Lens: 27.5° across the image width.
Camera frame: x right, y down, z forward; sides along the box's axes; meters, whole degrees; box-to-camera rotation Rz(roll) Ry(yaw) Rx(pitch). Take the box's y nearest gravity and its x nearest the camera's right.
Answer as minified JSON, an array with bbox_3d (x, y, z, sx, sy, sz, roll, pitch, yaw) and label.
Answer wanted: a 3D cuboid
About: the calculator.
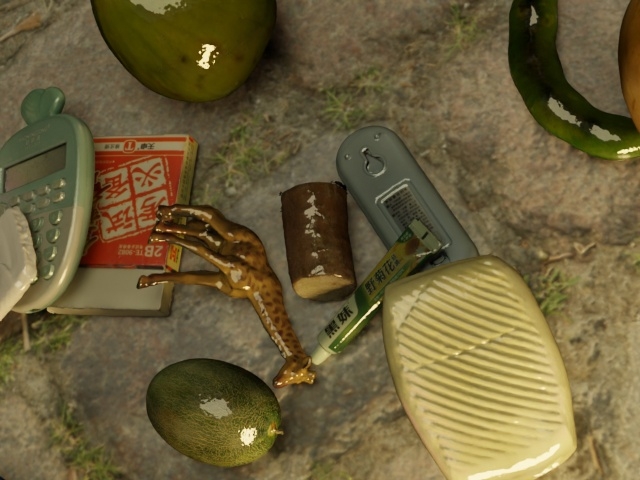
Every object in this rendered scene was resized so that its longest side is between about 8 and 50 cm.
[{"bbox_3d":[-0.346,-0.054,1.615,0.184,0.042,0.295,-16,65,38],"label":"calculator"}]

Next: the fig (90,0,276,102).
[{"bbox_3d":[-0.175,-0.278,1.581,0.203,0.225,0.203,-18,61,37],"label":"fig"}]

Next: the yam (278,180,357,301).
[{"bbox_3d":[-0.003,0.000,1.497,0.084,0.084,0.127,-11,64,13],"label":"yam"}]

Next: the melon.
[{"bbox_3d":[-0.114,0.189,1.442,0.167,0.114,0.114,13,74,23],"label":"melon"}]

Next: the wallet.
[{"bbox_3d":[-0.408,0.051,1.587,0.183,0.032,0.124,-42,50,30],"label":"wallet"}]

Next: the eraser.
[{"bbox_3d":[-0.243,-0.020,1.602,0.157,0.038,0.230,0,71,19],"label":"eraser"}]

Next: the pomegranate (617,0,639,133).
[{"bbox_3d":[0.456,-0.170,1.309,0.319,0.319,0.319,-6,68,15],"label":"pomegranate"}]

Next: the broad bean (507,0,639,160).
[{"bbox_3d":[0.295,-0.188,1.496,0.144,0.049,0.292,-37,66,-6],"label":"broad bean"}]

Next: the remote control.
[{"bbox_3d":[0.097,-0.034,1.497,0.087,0.047,0.244,-36,63,6],"label":"remote control"}]

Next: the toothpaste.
[{"bbox_3d":[0.056,0.063,1.457,0.204,0.031,0.049,-49,60,15],"label":"toothpaste"}]

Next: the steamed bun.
[{"bbox_3d":[0.163,0.139,1.362,0.170,0.152,0.238,-20,80,2],"label":"steamed bun"}]

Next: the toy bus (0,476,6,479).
[{"bbox_3d":[-0.331,0.338,1.472,0.236,0.079,0.094,25,78,24],"label":"toy bus"}]

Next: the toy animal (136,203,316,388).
[{"bbox_3d":[-0.095,0.055,1.508,0.275,0.054,0.149,37,52,9],"label":"toy animal"}]
